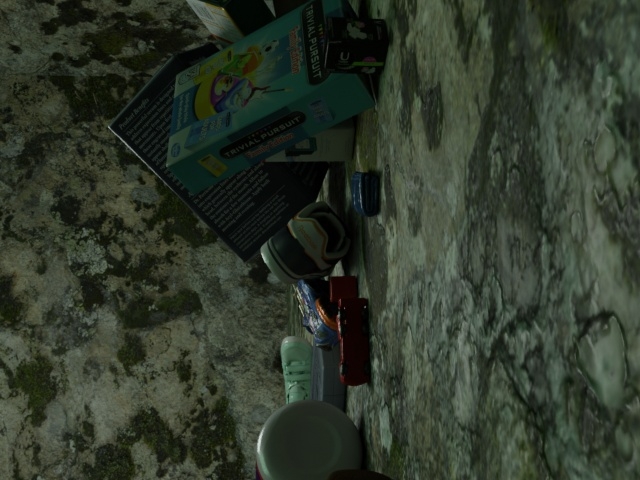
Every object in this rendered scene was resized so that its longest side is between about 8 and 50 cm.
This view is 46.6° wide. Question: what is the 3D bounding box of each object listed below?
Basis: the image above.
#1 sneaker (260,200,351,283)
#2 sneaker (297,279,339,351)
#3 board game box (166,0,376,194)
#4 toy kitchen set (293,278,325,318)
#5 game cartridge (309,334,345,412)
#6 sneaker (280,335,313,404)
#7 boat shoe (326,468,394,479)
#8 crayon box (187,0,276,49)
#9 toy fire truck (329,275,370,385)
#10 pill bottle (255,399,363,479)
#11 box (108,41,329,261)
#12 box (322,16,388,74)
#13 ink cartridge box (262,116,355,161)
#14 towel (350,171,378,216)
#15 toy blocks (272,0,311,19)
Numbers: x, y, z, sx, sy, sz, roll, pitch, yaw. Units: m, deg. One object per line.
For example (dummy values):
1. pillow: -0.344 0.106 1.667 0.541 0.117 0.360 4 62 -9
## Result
1. sneaker: 0.000 0.000 1.413 0.126 0.127 0.321 52 -165 1
2. sneaker: -0.007 0.133 1.421 0.221 0.083 0.087 -117 48 -65
3. board game box: -0.089 -0.250 1.222 0.079 0.336 0.254 49 -155 -41
4. toy kitchen set: -0.021 0.055 1.697 0.166 0.122 0.207 87 159 -68
5. game cartridge: 0.013 0.321 1.581 0.196 0.060 0.294 -92 5 -53
6. sneaker: -0.058 0.392 2.061 0.151 0.094 0.256 -88 -8 -53
7. boat shoe: 0.060 0.355 0.858 0.285 0.104 0.089 -123 36 -78
8. crayon box: -0.134 -0.410 1.587 0.203 0.083 0.323 36 168 48
9. toy fire truck: 0.048 0.148 1.250 0.135 0.047 0.192 114 155 -77
10. pill bottle: -0.028 0.434 1.351 0.323 0.181 0.181 96 171 -52
11. box: -0.198 -0.198 1.587 0.212 0.395 0.293 -41 10 18
12. box: 0.048 -0.273 1.043 0.062 0.083 0.052 98 171 -55
13. ink cartridge box: -0.059 -0.214 1.372 0.134 0.231 0.078 -96 8 -46
14. towel: 0.066 -0.072 1.147 0.119 0.029 0.067 -132 41 -81
15. toy blocks: -0.038 -0.614 1.497 0.381 0.191 0.261 80 -163 -62
